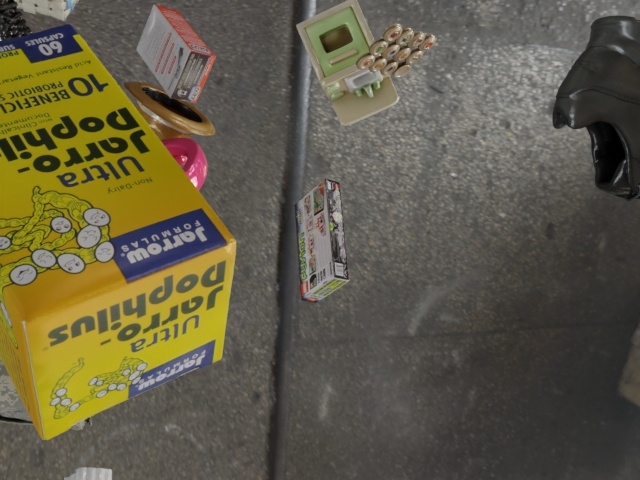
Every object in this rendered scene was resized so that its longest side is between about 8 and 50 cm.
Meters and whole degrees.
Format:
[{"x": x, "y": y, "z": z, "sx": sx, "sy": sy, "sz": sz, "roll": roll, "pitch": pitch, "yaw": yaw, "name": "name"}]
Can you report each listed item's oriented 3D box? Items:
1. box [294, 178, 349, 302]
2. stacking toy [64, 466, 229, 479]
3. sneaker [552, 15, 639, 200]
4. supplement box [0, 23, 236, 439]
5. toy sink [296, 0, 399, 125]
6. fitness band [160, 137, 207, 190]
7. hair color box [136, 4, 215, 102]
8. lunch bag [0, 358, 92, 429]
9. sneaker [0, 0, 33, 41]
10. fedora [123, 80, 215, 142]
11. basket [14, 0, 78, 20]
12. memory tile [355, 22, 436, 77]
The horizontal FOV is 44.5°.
[{"x": 0.000, "y": 0.000, "z": 1.467, "sx": 0.036, "sy": 0.114, "sz": 0.207, "roll": 13, "pitch": 59, "yaw": -31, "name": "box"}, {"x": -0.164, "y": 0.329, "z": 0.801, "sx": 0.221, "sy": 0.167, "sz": 0.052, "roll": 15, "pitch": 144, "yaw": -29, "name": "stacking toy"}, {"x": 0.330, "y": -0.077, "z": 0.738, "sx": 0.286, "sy": 0.109, "sz": 0.130, "roll": 37, "pitch": 87, "yaw": -11, "name": "sneaker"}, {"x": -0.262, "y": -0.024, "z": 0.781, "sx": 0.194, "sy": 0.356, "sz": 0.195, "roll": -23, "pitch": 147, "yaw": -29, "name": "supplement box"}, {"x": 0.064, "y": -0.407, "z": 1.796, "sx": 0.153, "sy": 0.131, "sz": 0.234, "roll": -23, "pitch": 78, "yaw": 9, "name": "toy sink"}, {"x": -0.324, "y": -0.086, "z": 1.336, "sx": 0.291, "sy": 0.209, "sz": 0.054, "roll": -17, "pitch": 123, "yaw": 18, "name": "fitness band"}, {"x": -0.248, "y": -0.319, "z": 1.332, "sx": 0.053, "sy": 0.167, "sz": 0.093, "roll": 5, "pitch": 126, "yaw": -40, "name": "hair color box"}, {"x": -0.638, "y": 0.277, "z": 1.704, "sx": 0.305, "sy": 0.212, "sz": 0.256, "roll": 9, "pitch": 87, "yaw": -16, "name": "lunch bag"}, {"x": -0.548, "y": -0.368, "z": 1.432, "sx": 0.124, "sy": 0.178, "sz": 0.295, "roll": -50, "pitch": 151, "yaw": -51, "name": "sneaker"}, {"x": -0.288, "y": -0.219, "z": 1.436, "sx": 0.194, "sy": 0.194, "sz": 0.079, "roll": 22, "pitch": 107, "yaw": -27, "name": "fedora"}, {"x": -0.539, "y": -0.619, "z": 1.570, "sx": 0.201, "sy": 0.255, "sz": 0.289, "roll": 18, "pitch": 68, "yaw": -11, "name": "basket"}, {"x": 0.139, "y": -0.343, "z": 1.429, "sx": 0.148, "sy": 0.012, "sz": 0.113, "roll": -3, "pitch": 149, "yaw": -49, "name": "memory tile"}]
